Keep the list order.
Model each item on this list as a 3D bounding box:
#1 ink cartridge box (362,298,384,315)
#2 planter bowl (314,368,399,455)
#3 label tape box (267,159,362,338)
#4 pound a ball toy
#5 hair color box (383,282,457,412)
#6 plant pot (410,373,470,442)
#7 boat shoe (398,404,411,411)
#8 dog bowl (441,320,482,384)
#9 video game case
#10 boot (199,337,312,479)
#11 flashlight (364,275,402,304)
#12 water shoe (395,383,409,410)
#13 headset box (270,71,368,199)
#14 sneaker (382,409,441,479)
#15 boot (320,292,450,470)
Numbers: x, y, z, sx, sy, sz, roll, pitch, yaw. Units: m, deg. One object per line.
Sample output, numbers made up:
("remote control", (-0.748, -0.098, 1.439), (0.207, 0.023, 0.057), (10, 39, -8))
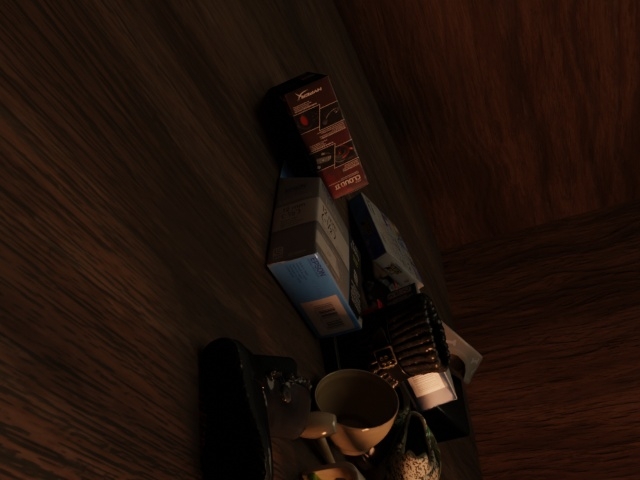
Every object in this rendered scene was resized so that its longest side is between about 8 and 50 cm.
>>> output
("ink cartridge box", (0.171, 0.276, 1.571), (0.231, 0.078, 0.134), (53, 26, -49))
("planter bowl", (0.065, 0.345, 1.094), (0.162, 0.162, 0.109), (-71, 168, -61))
("label tape box", (0.000, 0.000, 1.235), (0.347, 0.115, 0.249), (-85, 153, -46))
("pound a ball toy", (0.066, 0.463, 0.990), (0.208, 0.136, 0.319), (-86, 154, -48))
("hair color box", (0.248, 0.262, 1.445), (0.173, 0.105, 0.347), (63, 12, -14))
("plant pot", (0.317, 0.490, 1.690), (0.167, 0.188, 0.187), (44, 33, -38))
("boat shoe", (0.206, 0.438, 1.550), (0.073, 0.080, 0.223), (-42, 120, -77))
("dog bowl", (0.376, 0.312, 1.821), (0.349, 0.102, 0.349), (41, 2, -2))
("video game case", (0.207, 0.009, 1.782), (0.244, 0.061, 0.269), (38, 25, -42))
("boot", (-0.075, 0.268, 0.793), (0.207, 0.094, 0.246), (39, 32, -55))
("flashlight", (0.227, 0.159, 1.811), (0.304, 0.103, 0.103), (-7, 84, -74))
("water shoe", (0.141, 0.332, 1.343), (0.203, 0.080, 0.073), (63, -22, -11))
("headset box", (0.000, -0.238, 1.329), (0.218, 0.110, 0.293), (-125, -169, -66))
("sneaker", (0.221, 0.468, 1.289), (0.410, 0.158, 0.182), (-57, 157, -79))
("boot", (0.158, 0.304, 1.200), (0.131, 0.260, 0.347), (-4, 79, -72))
